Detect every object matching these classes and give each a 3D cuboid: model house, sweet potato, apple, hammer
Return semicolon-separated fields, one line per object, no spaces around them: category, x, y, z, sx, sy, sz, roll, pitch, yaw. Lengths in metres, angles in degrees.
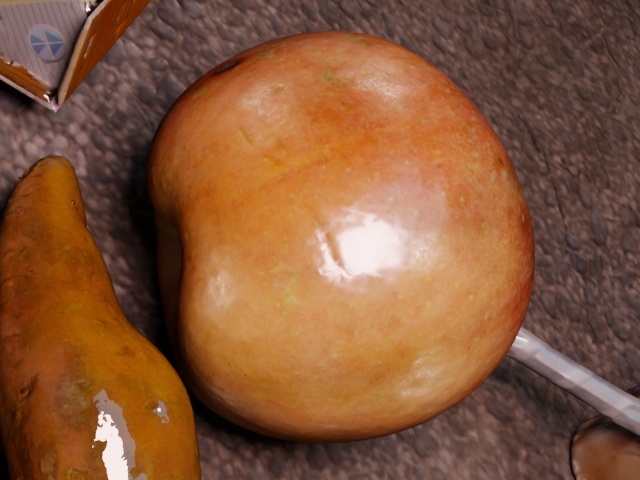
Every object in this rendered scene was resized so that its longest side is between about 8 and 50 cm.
model house;-0.169;-0.187;1.168;0.219;0.207;0.136;-60;141;-51
sweet potato;-0.123;0.108;1.008;0.112;0.112;0.359;-3;69;-45
apple;0.000;0.000;1.108;0.253;0.253;0.253;25;48;-31
hammer;0.138;0.081;1.265;0.427;0.044;0.152;30;77;-6

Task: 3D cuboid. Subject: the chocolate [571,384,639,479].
chocolate;0.294;0.165;1.385;0.214;0.093;0.148;-26;81;-50
